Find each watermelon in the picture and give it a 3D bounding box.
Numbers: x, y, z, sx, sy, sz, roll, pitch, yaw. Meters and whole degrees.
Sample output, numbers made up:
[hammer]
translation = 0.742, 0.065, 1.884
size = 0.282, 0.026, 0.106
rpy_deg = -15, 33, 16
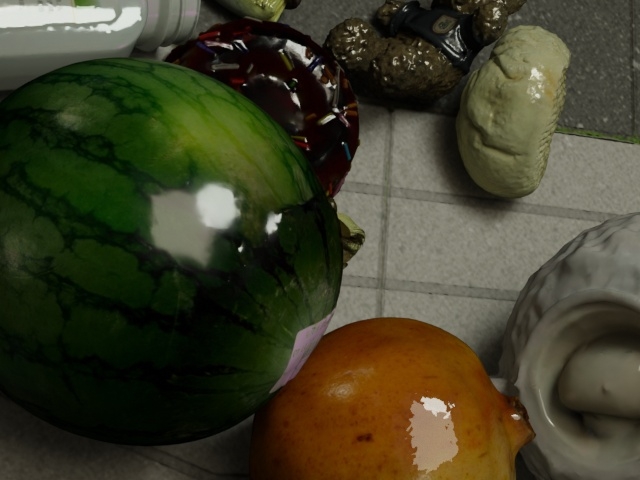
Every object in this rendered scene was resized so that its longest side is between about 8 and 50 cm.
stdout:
[watermelon]
translation = -0.163, 0.009, 1.477
size = 0.363, 0.363, 0.363
rpy_deg = 12, 63, -24

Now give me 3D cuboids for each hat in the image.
[hat]
translation = 0.000, 0.000, 1.735
size = 0.076, 0.077, 0.059
rpy_deg = -2, 48, -46

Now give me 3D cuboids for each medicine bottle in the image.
[medicine bottle]
translation = -0.281, -0.237, 1.656
size = 0.324, 0.124, 0.179
rpy_deg = -9, 62, -30

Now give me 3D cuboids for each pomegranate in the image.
[pomegranate]
translation = 0.067, 0.198, 1.567
size = 0.264, 0.264, 0.264
rpy_deg = 12, 63, -24

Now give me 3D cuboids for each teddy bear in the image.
[teddy bear]
translation = 0.119, -0.218, 1.863
size = 0.251, 0.129, 0.182
rpy_deg = -35, 44, -28

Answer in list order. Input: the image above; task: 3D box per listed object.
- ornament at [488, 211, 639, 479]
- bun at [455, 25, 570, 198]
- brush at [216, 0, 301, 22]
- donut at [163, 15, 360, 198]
[ornament]
translation = 0.353, 0.132, 1.719
size = 0.337, 0.337, 0.337
rpy_deg = 12, 63, -24
[bun]
translation = 0.209, -0.144, 1.870
size = 0.111, 0.188, 0.164
rpy_deg = 15, 22, 13
[brush]
translation = -0.157, -0.334, 1.810
size = 0.313, 0.072, 0.067
rpy_deg = 38, 69, -8
[donut]
translation = -0.059, -0.131, 1.754
size = 0.235, 0.089, 0.235
rpy_deg = 12, 62, -23
